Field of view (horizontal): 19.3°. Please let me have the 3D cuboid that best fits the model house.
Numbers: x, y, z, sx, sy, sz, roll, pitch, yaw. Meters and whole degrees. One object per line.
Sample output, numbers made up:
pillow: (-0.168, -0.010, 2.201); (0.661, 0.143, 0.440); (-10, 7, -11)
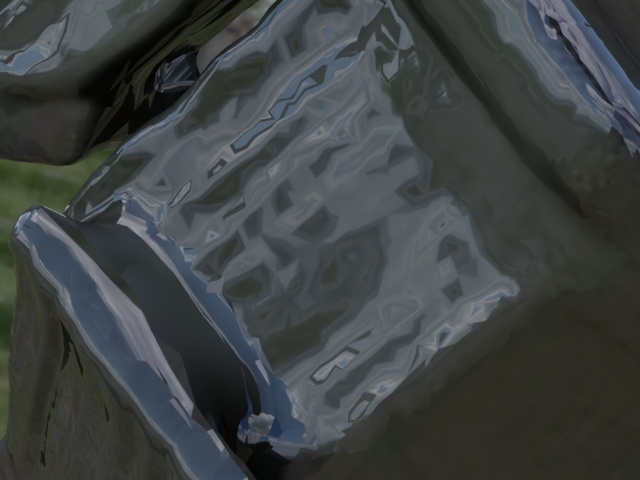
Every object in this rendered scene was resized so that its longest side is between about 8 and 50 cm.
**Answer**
model house: (0.001, -0.004, 0.391); (0.229, 0.188, 0.122); (58, 11, 22)
